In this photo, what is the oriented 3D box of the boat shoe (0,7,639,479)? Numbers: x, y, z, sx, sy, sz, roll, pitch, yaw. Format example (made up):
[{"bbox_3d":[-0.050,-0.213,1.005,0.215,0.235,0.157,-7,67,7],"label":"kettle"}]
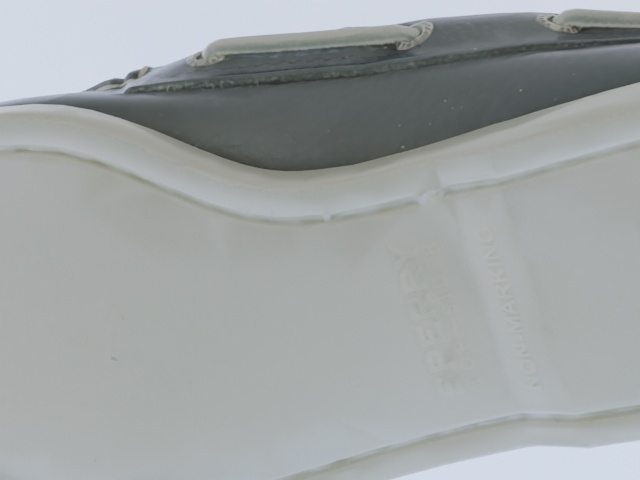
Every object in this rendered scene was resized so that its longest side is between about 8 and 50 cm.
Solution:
[{"bbox_3d":[0.000,0.000,0.485,0.319,0.116,0.099,-6,-159,18],"label":"boat shoe"}]
